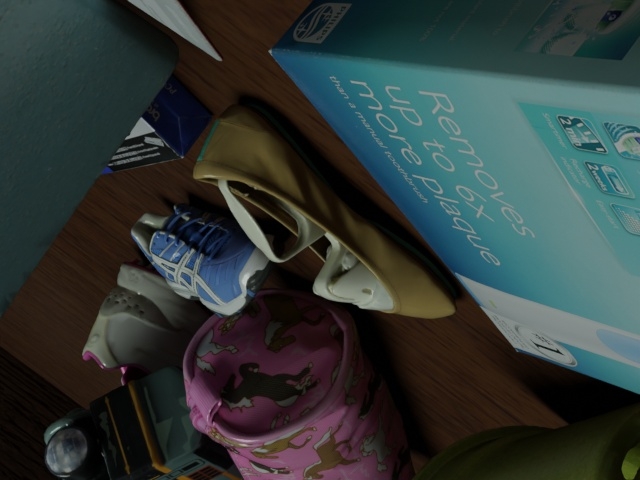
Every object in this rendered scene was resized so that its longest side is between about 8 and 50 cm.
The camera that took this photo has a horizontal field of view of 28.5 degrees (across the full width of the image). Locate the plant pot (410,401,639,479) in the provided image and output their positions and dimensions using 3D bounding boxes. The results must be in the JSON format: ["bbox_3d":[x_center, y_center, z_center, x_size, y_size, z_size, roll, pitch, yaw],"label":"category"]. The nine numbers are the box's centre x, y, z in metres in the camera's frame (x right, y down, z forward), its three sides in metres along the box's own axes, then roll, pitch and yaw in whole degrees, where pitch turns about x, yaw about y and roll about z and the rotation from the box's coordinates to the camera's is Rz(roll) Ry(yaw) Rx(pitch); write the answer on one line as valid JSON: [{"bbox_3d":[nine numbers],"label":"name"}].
[{"bbox_3d":[0.208,0.224,0.855,0.276,0.276,0.254,36,149,1],"label":"plant pot"}]

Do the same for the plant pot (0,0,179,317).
[{"bbox_3d":[-0.282,-0.115,0.739,0.248,0.247,0.252,35,178,19],"label":"plant pot"}]

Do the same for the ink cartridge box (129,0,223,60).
[{"bbox_3d":[-0.154,-0.203,0.605,0.239,0.060,0.275,32,178,9],"label":"ink cartridge box"}]

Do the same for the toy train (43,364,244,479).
[{"bbox_3d":[-0.153,0.244,1.351,0.334,0.190,0.142,47,-161,-59],"label":"toy train"}]

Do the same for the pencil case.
[{"bbox_3d":[-0.010,0.194,1.233,0.160,0.167,0.386,11,151,20],"label":"pencil case"}]

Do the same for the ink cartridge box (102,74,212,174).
[{"bbox_3d":[-0.179,-0.102,0.996,0.097,0.046,0.207,45,154,-24],"label":"ink cartridge box"}]

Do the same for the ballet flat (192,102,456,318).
[{"bbox_3d":[0.000,0.000,0.911,0.232,0.073,0.080,42,161,-17],"label":"ballet flat"}]

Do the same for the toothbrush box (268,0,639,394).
[{"bbox_3d":[0.155,-0.029,0.465,0.295,0.126,0.216,17,154,53],"label":"toothbrush box"}]

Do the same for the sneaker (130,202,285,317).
[{"bbox_3d":[-0.105,0.013,1.111,0.081,0.080,0.211,41,159,-24],"label":"sneaker"}]

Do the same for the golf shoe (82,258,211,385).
[{"bbox_3d":[-0.152,0.154,1.437,0.115,0.140,0.306,10,150,49],"label":"golf shoe"}]
